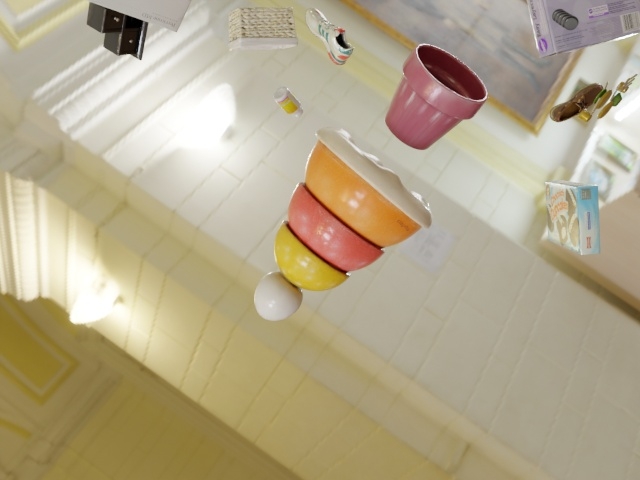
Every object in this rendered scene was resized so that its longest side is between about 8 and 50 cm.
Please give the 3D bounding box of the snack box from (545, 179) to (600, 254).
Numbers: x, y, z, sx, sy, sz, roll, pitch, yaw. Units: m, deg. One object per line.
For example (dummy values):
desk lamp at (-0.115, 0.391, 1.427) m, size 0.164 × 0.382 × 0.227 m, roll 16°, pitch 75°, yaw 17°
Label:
snack box at (0.724, -0.074, 2.041) m, size 0.322 × 0.060 × 0.187 m, roll -71°, pitch -24°, yaw -83°

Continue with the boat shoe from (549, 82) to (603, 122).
boat shoe at (0.803, -0.422, 2.195) m, size 0.178 × 0.064 × 0.060 m, roll -33°, pitch 22°, yaw 11°

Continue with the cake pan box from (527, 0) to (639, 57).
cake pan box at (0.594, -0.560, 1.591) m, size 0.267 × 0.245 × 0.070 m, roll -18°, pitch 9°, yaw -15°

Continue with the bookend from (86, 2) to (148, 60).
bookend at (-0.527, -0.544, 1.812) m, size 0.157 × 0.072 × 0.156 m, roll -26°, pitch -37°, yaw -52°

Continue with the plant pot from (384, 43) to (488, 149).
plant pot at (0.246, -0.313, 1.604) m, size 0.180 × 0.201 × 0.201 m, roll -52°, pitch -1°, yaw 36°

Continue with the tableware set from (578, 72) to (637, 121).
tableware set at (0.601, -0.296, 1.493) m, size 0.154 × 0.024 × 0.104 m, roll -33°, pitch -26°, yaw -27°

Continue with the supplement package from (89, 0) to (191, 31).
supplement package at (-0.385, -0.561, 1.386) m, size 0.145 × 0.262 × 0.204 m, roll -53°, pitch 38°, yaw 37°

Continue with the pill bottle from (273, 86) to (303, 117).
pill bottle at (-0.077, -0.341, 1.753) m, size 0.043 × 0.043 × 0.083 m, roll -55°, pitch -45°, yaw -7°

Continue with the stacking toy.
stacking toy at (0.000, 0.000, 1.702) m, size 0.480 × 0.350 × 0.350 m, roll -49°, pitch -3°, yaw 8°

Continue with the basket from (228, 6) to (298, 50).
basket at (-0.157, -0.564, 1.883) m, size 0.113 × 0.167 × 0.103 m, roll -158°, pitch 62°, yaw -64°

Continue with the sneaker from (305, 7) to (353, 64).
sneaker at (0.028, -0.518, 1.746) m, size 0.057 × 0.161 × 0.075 m, roll -34°, pitch 1°, yaw -32°
